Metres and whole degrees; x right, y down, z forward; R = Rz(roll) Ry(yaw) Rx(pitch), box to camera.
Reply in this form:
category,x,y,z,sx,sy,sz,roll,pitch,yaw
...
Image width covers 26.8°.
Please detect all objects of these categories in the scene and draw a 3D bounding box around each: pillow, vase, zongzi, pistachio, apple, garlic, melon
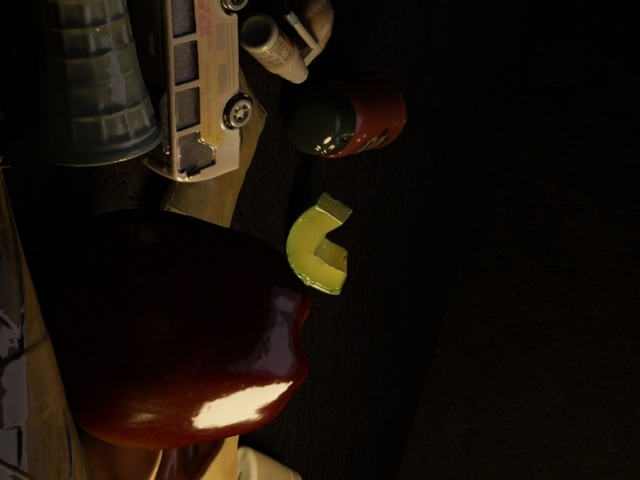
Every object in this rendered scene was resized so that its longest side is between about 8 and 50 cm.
category,x,y,z,sx,sy,sz,roll,pitch,yaw
pillow,-0.153,-0.100,1.897,0.185,0.075,0.302,62,43,-59
vase,-0.247,-0.240,1.378,0.143,0.143,0.298,-50,142,-57
zongzi,-0.283,0.201,1.410,0.500,0.218,0.467,43,65,-69
pistachio,-0.216,0.304,1.745,0.238,0.229,0.321,-35,-153,45
apple,-0.175,0.101,1.551,0.288,0.317,0.288,-176,-90,-80
garlic,-0.012,-0.343,2.196,0.084,0.066,0.152,46,55,-72
melon,0.000,0.000,2.404,0.064,0.118,0.209,-80,-178,-46

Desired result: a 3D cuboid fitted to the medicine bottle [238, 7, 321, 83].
category,x,y,z,sx,sy,sz,roll,pitch,yaw
medicine bottle,-0.056,-0.301,2.067,0.092,0.061,0.221,-51,162,2

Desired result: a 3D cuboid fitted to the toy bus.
category,x,y,z,sx,sy,sz,roll,pitch,yaw
toy bus,-0.164,-0.236,1.679,0.138,0.097,0.342,-26,130,-38

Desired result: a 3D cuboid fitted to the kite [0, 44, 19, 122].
category,x,y,z,sx,sy,sz,roll,pitch,yaw
kite,-0.368,-0.028,1.353,0.204,0.022,0.360,9,94,-70

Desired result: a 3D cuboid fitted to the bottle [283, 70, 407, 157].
category,x,y,z,sx,sy,sz,roll,pitch,yaw
bottle,0.035,-0.215,2.330,0.336,0.144,0.144,-23,124,-66

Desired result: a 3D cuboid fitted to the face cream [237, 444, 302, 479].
category,x,y,z,sx,sy,sz,roll,pitch,yaw
face cream,-0.113,0.475,2.422,0.348,0.081,0.173,53,52,-68
